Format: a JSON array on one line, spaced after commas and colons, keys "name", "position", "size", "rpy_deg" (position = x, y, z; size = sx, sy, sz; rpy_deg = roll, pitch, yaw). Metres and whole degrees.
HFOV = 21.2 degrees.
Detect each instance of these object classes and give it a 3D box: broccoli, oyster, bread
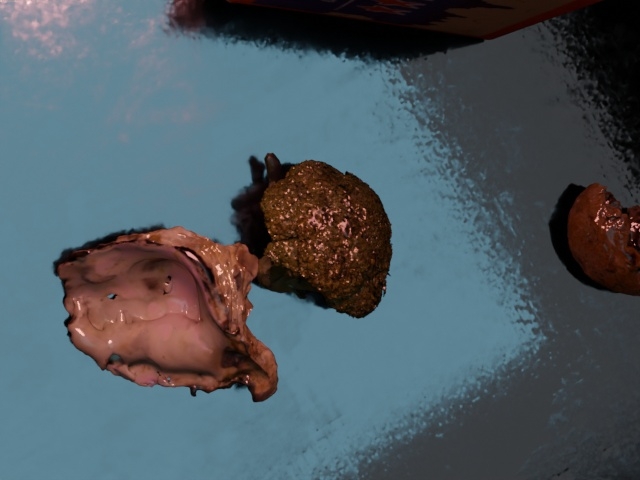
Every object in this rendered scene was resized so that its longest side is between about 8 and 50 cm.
[{"name": "broccoli", "position": [0.000, 0.000, 1.378], "size": [0.131, 0.130, 0.120], "rpy_deg": [23, 131, -38]}, {"name": "oyster", "position": [-0.113, 0.062, 1.371], "size": [0.163, 0.081, 0.191], "rpy_deg": [-35, 98, 22]}, {"name": "bread", "position": [0.265, 0.004, 1.458], "size": [0.113, 0.060, 0.082], "rpy_deg": [19, 85, -13]}]

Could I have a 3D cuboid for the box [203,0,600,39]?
[{"name": "box", "position": [0.075, -0.349, 1.277], "size": [0.257, 0.318, 0.349], "rpy_deg": [7, 91, -13]}]
